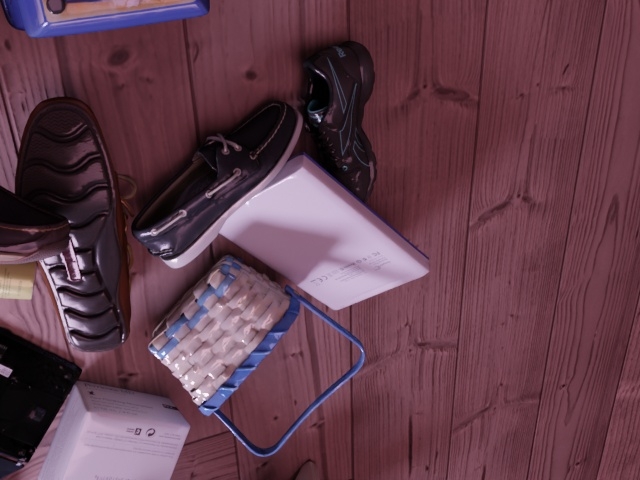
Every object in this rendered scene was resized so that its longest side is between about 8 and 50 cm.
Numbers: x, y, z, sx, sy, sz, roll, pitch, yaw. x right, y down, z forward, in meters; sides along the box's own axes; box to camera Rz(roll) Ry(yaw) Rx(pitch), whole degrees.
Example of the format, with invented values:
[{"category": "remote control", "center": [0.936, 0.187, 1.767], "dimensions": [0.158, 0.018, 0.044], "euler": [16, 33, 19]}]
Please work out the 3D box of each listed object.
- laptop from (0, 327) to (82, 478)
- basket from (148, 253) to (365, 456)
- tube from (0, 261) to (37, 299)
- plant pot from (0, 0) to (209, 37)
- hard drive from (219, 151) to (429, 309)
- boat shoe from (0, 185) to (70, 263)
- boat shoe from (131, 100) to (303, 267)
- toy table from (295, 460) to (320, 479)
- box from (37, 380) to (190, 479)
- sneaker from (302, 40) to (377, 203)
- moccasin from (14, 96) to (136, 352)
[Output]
[{"category": "laptop", "center": [-0.559, 0.258, 1.104], "dimensions": [0.234, 0.136, 0.264], "euler": [39, 70, -36]}, {"category": "basket", "center": [-0.104, 0.176, 1.140], "dimensions": [0.255, 0.201, 0.289], "euler": [-45, 95, 4]}, {"category": "tube", "center": [-0.523, 0.045, 0.977], "dimensions": [0.240, 0.062, 0.070], "euler": [8, 73, -24]}, {"category": "plant pot", "center": [-0.252, -0.353, 0.789], "dimensions": [0.236, 0.212, 0.236], "euler": [-14, 122, -19]}, {"category": "hard drive", "center": [0.000, 0.000, 1.147], "dimensions": [0.210, 0.040, 0.318], "euler": [-25, 134, 33]}, {"category": "boat shoe", "center": [-0.468, -0.070, 0.827], "dimensions": [0.355, 0.132, 0.130], "euler": [17, 104, -3]}, {"category": "boat shoe", "center": [-0.147, -0.097, 1.024], "dimensions": [0.302, 0.114, 0.091], "euler": [-53, 130, -9]}, {"category": "toy table", "center": [-0.054, 0.585, 1.407], "dimensions": [0.161, 0.252, 0.274], "euler": [-35, 137, 17]}, {"category": "box", "center": [-0.342, 0.350, 1.171], "dimensions": [0.181, 0.119, 0.182], "euler": [20, 93, -33]}, {"category": "sneaker", "center": [0.019, -0.166, 1.086], "dimensions": [0.106, 0.101, 0.267], "euler": [-20, 116, -38]}, {"category": "moccasin", "center": [-0.327, -0.023, 0.993], "dimensions": [0.139, 0.147, 0.380], "euler": [-9, 125, -4]}]
